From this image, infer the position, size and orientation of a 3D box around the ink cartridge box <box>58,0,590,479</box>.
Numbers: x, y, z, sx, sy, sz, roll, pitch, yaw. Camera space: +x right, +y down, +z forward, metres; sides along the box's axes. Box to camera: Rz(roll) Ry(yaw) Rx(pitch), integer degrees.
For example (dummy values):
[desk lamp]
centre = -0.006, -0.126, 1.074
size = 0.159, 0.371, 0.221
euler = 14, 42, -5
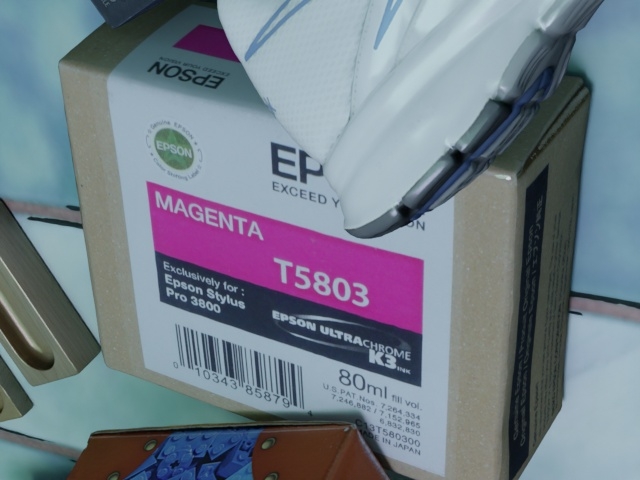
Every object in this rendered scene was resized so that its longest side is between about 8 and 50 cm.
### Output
[ink cartridge box]
centre = 0.000, 0.000, 0.720
size = 0.235, 0.088, 0.193
euler = 16, 130, 25

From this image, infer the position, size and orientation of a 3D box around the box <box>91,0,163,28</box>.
[box]
centre = -0.086, -0.230, 0.629
size = 0.183, 0.059, 0.232
euler = -26, 104, 43

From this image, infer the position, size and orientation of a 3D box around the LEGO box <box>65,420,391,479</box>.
[LEGO box]
centre = -0.012, 0.398, 0.762
size = 0.193, 0.372, 0.500
euler = -7, 128, 37

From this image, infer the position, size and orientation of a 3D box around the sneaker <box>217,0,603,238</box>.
[sneaker]
centre = 0.072, -0.136, 0.517
size = 0.129, 0.111, 0.297
euler = 46, 110, 8

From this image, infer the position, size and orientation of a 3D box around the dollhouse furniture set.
[dollhouse furniture set]
centre = -0.239, 0.081, 0.915
size = 0.151, 0.123, 0.144
euler = -17, 111, 41
